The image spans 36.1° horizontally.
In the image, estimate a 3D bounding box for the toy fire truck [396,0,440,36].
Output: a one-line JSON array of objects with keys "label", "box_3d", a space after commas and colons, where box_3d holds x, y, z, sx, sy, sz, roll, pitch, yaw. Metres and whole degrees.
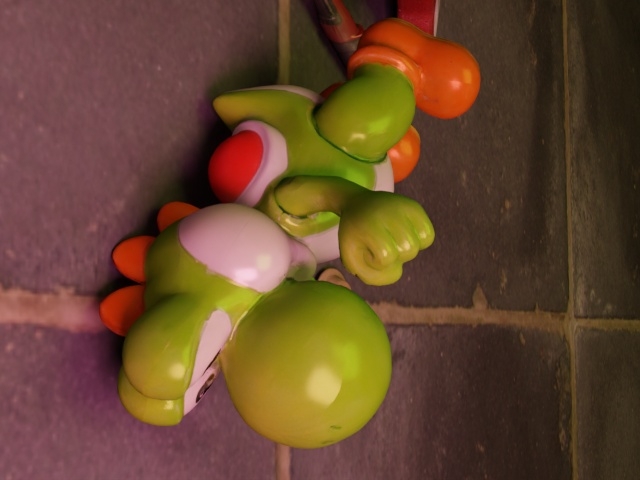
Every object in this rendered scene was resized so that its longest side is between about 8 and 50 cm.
[{"label": "toy fire truck", "box_3d": [0.105, -0.372, 0.973, 0.254, 0.169, 0.302, 74, 22, -71]}]

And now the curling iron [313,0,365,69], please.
[{"label": "curling iron", "box_3d": [0.025, -0.206, 0.913, 0.274, 0.035, 0.068, 59, 41, -37]}]

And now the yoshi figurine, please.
[{"label": "yoshi figurine", "box_3d": [0.009, 0.009, 0.703, 0.362, 0.203, 0.203, -54, 134, -38]}]

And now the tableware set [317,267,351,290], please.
[{"label": "tableware set", "box_3d": [0.000, 0.000, 0.869, 0.141, 0.020, 0.168, 41, 55, -47]}]
